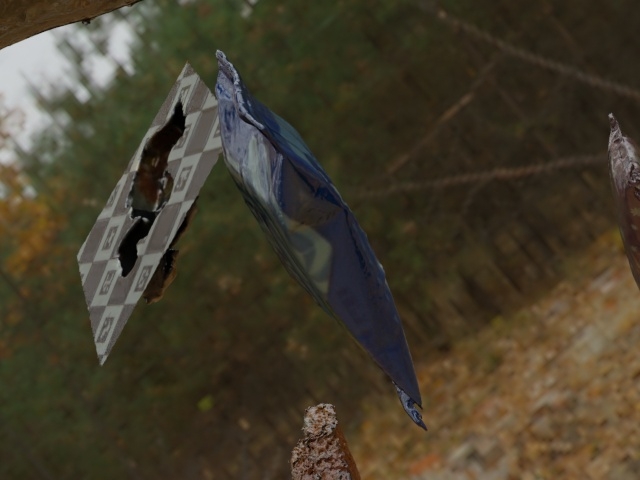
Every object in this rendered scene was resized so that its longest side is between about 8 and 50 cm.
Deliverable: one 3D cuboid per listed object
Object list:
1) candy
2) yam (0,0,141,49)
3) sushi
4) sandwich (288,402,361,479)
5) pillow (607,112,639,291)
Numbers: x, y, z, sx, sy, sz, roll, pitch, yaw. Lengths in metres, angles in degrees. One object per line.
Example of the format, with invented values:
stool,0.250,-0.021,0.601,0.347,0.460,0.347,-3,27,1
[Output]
candy,0.000,0.000,1.365,0.077,0.331,0.187,-32,32,-2
yam,-0.082,-0.130,0.600,0.259,0.093,0.093,-23,-6,-23
sushi,-0.168,-0.032,1.789,0.294,0.059,0.292,-58,23,11
sandwich,0.006,0.263,1.660,0.079,0.159,0.235,-21,10,1
pillow,0.258,-0.004,1.270,0.043,0.185,0.118,-19,30,12
